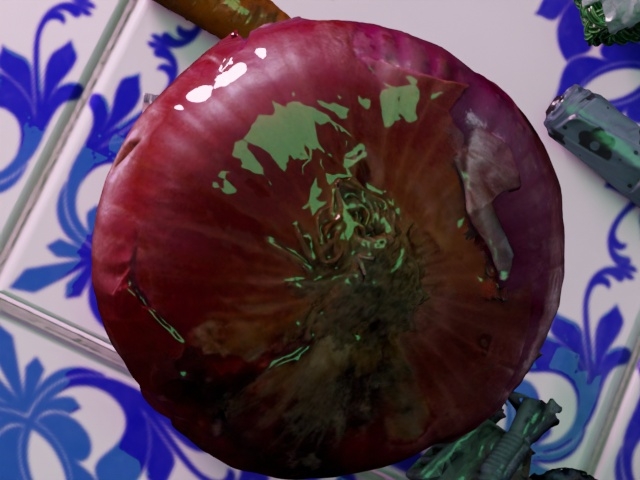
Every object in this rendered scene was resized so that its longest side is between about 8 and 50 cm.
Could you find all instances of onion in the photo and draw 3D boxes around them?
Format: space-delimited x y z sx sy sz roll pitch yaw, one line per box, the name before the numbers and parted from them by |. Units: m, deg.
onion | 0.000 0.000 1.302 0.348 0.285 0.347 -4 107 -13

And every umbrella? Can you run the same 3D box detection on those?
umbrella | 0.293 -0.041 1.468 0.250 0.052 0.053 37 65 -1

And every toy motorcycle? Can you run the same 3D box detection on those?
toy motorcycle | 0.119 0.220 1.335 0.207 0.134 0.401 34 73 -11

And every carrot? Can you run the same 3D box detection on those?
carrot | -0.051 -0.170 1.429 0.210 0.061 0.061 35 74 -6

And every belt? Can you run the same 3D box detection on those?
belt | 0.279 -0.217 1.467 0.151 0.121 0.079 -15 83 -9

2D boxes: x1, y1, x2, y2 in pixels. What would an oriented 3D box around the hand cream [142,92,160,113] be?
hand cream | -0.117 -0.016 1.389 0.067 0.043 0.209 8 71 -11
